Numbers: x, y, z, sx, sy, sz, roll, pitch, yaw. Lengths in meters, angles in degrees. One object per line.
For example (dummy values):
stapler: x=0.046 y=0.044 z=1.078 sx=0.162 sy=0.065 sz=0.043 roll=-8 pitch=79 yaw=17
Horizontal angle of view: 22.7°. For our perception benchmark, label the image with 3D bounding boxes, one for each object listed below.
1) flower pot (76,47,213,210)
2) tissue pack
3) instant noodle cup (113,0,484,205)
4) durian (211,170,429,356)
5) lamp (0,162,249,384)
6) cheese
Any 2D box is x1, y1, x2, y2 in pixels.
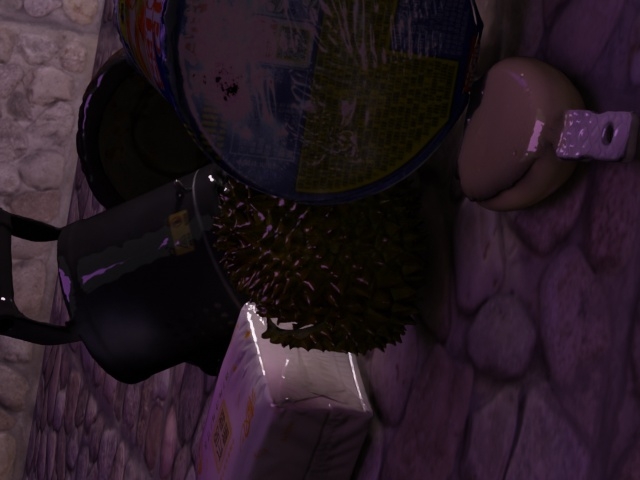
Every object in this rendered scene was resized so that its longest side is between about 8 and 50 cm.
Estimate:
flower pot: x=-0.178 y=-0.143 z=2.059 sx=0.267 sy=0.267 sz=0.266 roll=-117 pitch=38 yaw=-79
tissue pack: x=-0.045 y=0.204 z=1.648 sx=0.185 sy=0.124 sz=0.225 roll=-111 pitch=34 yaw=-54
instant noodle cup: x=-0.051 y=-0.196 z=1.427 sx=0.312 sy=0.284 sz=0.284 roll=-150 pitch=70 yaw=-64
durian: x=0.000 y=-0.003 z=1.483 sx=0.237 sy=0.200 sz=0.176 roll=-95 pitch=-3 yaw=-62
lamp: x=-0.165 y=0.029 z=1.839 sx=0.272 sy=0.374 sz=0.205 roll=-36 pitch=48 yaw=28
cheese: x=0.177 y=-0.079 z=1.215 sx=0.251 sy=0.054 sz=0.127 roll=-164 pitch=84 yaw=-71
